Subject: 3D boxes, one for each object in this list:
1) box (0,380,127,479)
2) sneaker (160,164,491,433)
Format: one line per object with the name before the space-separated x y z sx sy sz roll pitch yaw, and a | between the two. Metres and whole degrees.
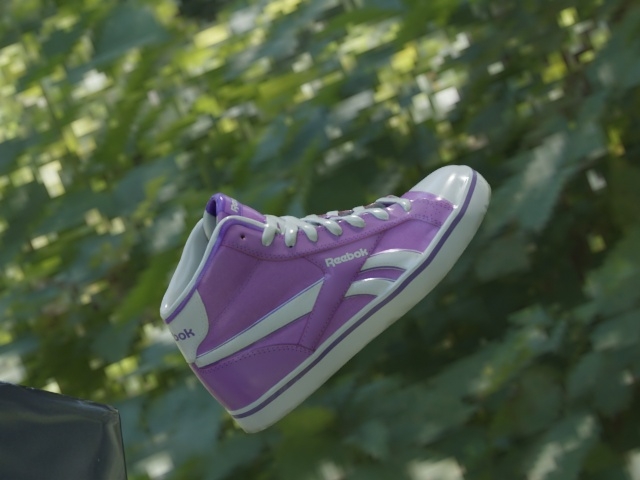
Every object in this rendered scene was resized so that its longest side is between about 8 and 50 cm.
box | -0.264 0.297 1.130 0.179 0.343 0.312 18 -38 -43
sneaker | 0.000 0.000 1.464 0.282 0.161 0.102 -42 13 -18
